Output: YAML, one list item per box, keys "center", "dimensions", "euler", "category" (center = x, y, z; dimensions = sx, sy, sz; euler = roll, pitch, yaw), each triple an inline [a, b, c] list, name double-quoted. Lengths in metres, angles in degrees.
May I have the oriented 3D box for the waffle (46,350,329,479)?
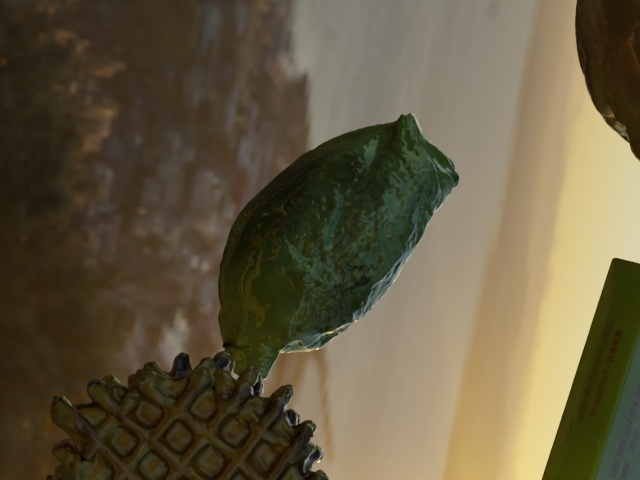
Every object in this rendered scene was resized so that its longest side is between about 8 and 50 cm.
- center: [-0.088, 0.176, 1.210]
  dimensions: [0.070, 0.193, 0.197]
  euler: [121, -47, -89]
  category: "waffle"

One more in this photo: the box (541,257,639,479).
- center: [0.282, 0.152, 1.485]
  dimensions: [0.335, 0.047, 0.187]
  euler: [36, 71, -59]
  category: "box"

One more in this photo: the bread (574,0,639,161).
- center: [0.353, -0.136, 1.533]
  dimensions: [0.160, 0.333, 0.333]
  euler: [-59, -176, 30]
  category: "bread"

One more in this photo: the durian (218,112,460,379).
- center: [0.000, 0.000, 1.376]
  dimensions: [0.250, 0.139, 0.101]
  euler: [-42, 118, -16]
  category: "durian"
